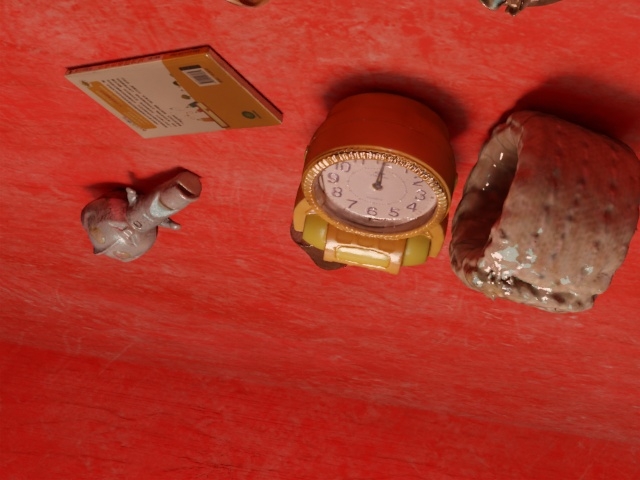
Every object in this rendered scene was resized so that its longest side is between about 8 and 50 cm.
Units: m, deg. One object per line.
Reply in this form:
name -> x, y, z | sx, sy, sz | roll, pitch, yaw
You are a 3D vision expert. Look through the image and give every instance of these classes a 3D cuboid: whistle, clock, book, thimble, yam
whistle -> -0.349, -0.049, 2.236 | 0.346, 0.134, 0.142 | -26, 97, 44
clock -> 0.087, -0.096, 1.784 | 0.244, 0.200, 0.317 | 8, 150, 1
book -> -0.233, -0.228, 1.843 | 0.295, 0.020, 0.208 | -2, 155, 33
thimble -> 0.317, -0.032, 1.663 | 0.195, 0.291, 0.291 | 17, 158, -8
yam -> 0.001, 0.003, 2.216 | 0.084, 0.084, 0.127 | 1, 159, 26

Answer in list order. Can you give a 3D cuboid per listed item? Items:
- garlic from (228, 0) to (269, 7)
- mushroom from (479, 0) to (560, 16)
garlic -> -0.109, -0.338, 1.404 | 0.124, 0.099, 0.174 | 17, 165, 31
mushroom -> 0.201, -0.317, 1.163 | 0.226, 0.178, 0.226 | 13, 150, 8
